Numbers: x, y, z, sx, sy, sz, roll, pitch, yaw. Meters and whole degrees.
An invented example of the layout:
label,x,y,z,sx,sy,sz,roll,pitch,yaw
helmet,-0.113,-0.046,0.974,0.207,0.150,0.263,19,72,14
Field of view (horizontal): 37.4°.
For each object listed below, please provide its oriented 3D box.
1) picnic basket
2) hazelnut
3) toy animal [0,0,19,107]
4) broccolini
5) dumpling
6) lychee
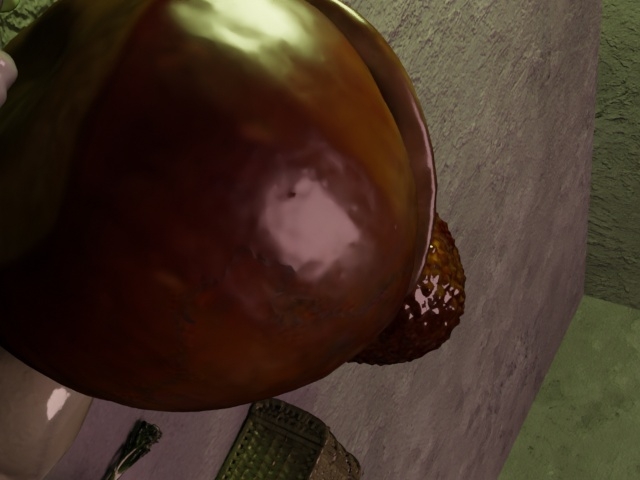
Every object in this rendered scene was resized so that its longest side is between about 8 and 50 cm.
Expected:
label,x,y,z,sx,sy,sz,roll,pitch,yaw
picnic basket,-0.035,0.336,1.389,0.154,0.134,0.196,-60,151,-19
hazelnut,-0.099,-0.044,0.728,0.359,0.409,0.359,-14,112,-39
toy animal,-0.228,-0.206,0.606,0.310,0.247,0.183,-50,129,-12
broccolini,-0.228,0.269,1.084,0.140,0.035,0.030,-56,145,-30
dumpling,-0.273,0.126,0.836,0.151,0.124,0.229,33,70,-29
lychee,0.073,0.047,1.295,0.260,0.260,0.260,-40,138,-49
